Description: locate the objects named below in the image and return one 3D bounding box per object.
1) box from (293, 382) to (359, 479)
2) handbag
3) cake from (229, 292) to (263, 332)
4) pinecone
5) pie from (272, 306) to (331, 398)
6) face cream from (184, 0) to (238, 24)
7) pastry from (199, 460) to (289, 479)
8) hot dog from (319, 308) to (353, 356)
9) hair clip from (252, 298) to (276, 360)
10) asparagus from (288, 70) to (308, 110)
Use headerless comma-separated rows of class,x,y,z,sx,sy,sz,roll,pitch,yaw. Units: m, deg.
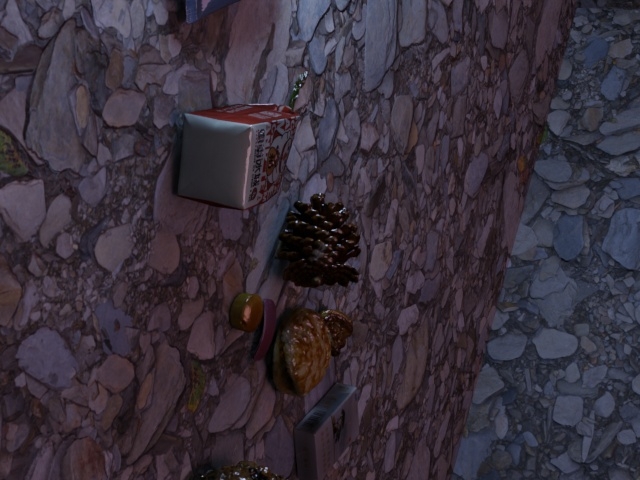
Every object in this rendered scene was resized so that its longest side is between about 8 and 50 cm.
box,0.019,0.478,2.526,0.233,0.067,0.149,-39,134,-53
handbag,-0.141,-0.165,1.911,0.298,0.151,0.171,-28,128,-66
cake,-0.152,0.150,2.095,0.084,0.044,0.084,9,90,-66
pinecone,0.001,-0.001,2.203,0.185,0.168,0.212,13,80,-23
pie,-0.046,0.257,2.298,0.179,0.084,0.205,-58,144,-40
face cream,-0.131,-0.507,1.873,0.385,0.086,0.136,-34,132,-49
pastry,-0.169,0.582,2.062,0.193,0.275,0.275,-45,-167,54
hot dog,0.032,0.225,2.468,0.099,0.065,0.147,-58,149,-21
hair clip,-0.120,0.196,2.199,0.054,0.022,0.137,21,80,-67
asparagus,-0.068,-0.260,2.148,0.023,0.022,0.233,22,78,-18
